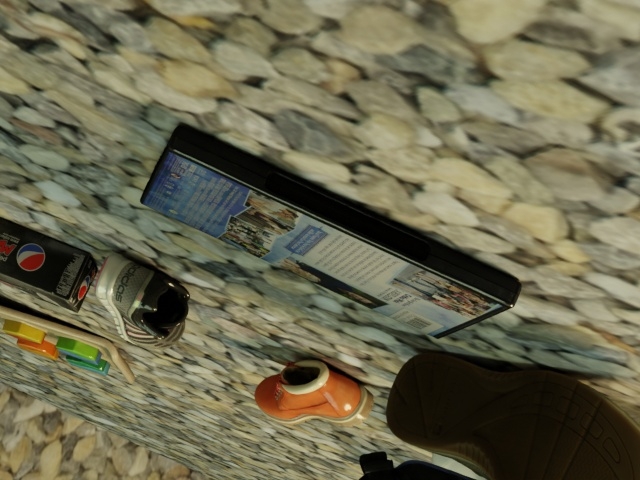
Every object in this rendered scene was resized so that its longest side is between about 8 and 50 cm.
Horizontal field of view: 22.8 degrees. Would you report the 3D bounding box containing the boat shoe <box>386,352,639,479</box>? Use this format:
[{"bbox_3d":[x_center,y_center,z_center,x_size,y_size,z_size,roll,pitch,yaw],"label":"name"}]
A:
[{"bbox_3d":[0.177,0.164,1.283,0.098,0.109,0.302,26,173,-34],"label":"boat shoe"}]

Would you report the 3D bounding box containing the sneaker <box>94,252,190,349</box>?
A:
[{"bbox_3d":[-0.159,0.071,1.540,0.075,0.063,0.170,24,163,23],"label":"sneaker"}]

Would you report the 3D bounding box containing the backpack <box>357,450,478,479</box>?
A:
[{"bbox_3d":[0.112,0.349,1.314,0.276,0.263,0.213,18,149,31],"label":"backpack"}]

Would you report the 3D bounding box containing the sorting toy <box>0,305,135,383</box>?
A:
[{"bbox_3d":[-0.361,0.141,2.179,0.208,0.038,0.193,22,166,7],"label":"sorting toy"}]

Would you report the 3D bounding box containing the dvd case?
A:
[{"bbox_3d":[0.000,0.000,1.112,0.253,0.022,0.180,25,165,-7],"label":"dvd case"}]

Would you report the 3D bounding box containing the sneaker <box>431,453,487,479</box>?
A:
[{"bbox_3d":[0.203,0.235,1.447,0.111,0.129,0.297,31,165,-35],"label":"sneaker"}]

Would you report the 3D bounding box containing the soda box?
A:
[{"bbox_3d":[-0.313,0.014,1.595,0.169,0.053,0.060,22,166,7],"label":"soda box"}]

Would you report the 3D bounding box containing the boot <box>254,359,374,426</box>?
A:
[{"bbox_3d":[-0.026,0.152,1.663,0.158,0.059,0.084,-5,147,46],"label":"boot"}]
